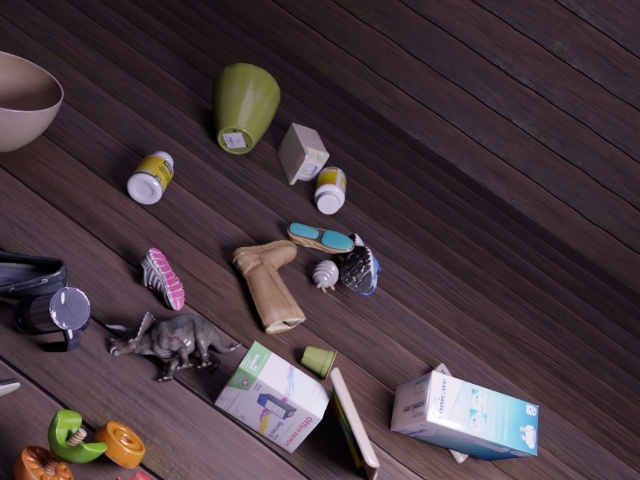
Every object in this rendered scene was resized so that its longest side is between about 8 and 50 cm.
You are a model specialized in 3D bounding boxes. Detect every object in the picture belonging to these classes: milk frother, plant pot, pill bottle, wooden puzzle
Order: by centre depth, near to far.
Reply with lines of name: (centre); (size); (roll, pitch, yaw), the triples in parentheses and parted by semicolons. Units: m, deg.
milk frother: (-0.520, 0.149, 1.071); (0.143, 0.135, 0.129); (-49, 122, -52)
wooden puzzle: (0.070, 0.424, 1.176); (0.044, 0.238, 0.221); (-22, 59, -6)
plant pot: (-0.008, 0.315, 1.368); (0.079, 0.083, 0.083); (23, 32, 4)
plant pot: (-0.859, -0.349, 1.380); (0.284, 0.191, 0.284); (23, 33, -16)
pill bottle: (-0.507, -0.197, 1.569); (0.103, 0.103, 0.184); (25, 34, -14)
plant pot: (-0.308, -0.482, 2.013); (0.275, 0.275, 0.293); (20, 51, -20)
pill bottle: (0.039, -0.193, 2.029); (0.117, 0.117, 0.215); (26, 33, -12)

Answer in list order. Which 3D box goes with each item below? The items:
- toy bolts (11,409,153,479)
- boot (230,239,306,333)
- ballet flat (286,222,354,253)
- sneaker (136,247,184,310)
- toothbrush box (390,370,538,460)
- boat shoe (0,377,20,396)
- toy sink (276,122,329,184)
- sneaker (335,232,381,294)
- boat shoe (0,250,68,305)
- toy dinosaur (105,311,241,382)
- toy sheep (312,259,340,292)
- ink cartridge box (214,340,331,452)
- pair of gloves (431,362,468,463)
toy bolts: (-0.386, 0.429, 0.876); (0.228, 0.158, 0.218); (37, -9, 23)
boot: (-0.117, 0.131, 1.505); (0.236, 0.089, 0.269); (-11, 52, -35)
ballet flat: (0.000, 0.000, 1.733); (0.232, 0.073, 0.080); (19, 53, 10)
sneaker: (-0.407, 0.106, 1.306); (0.170, 0.075, 0.063); (61, 18, 1)
toothbrush box: (0.358, 0.452, 1.315); (0.296, 0.216, 0.126); (19, 60, -8)
boat shoe: (-0.611, 0.266, 0.921); (0.133, 0.049, 0.042); (-9, 59, -41)
toy sink: (-0.065, -0.335, 2.094); (0.131, 0.152, 0.234); (11, 38, -32)
sneaker: (0.147, 0.091, 1.706); (0.147, 0.130, 0.330); (43, 14, -18)
boat shoe: (-0.694, 0.062, 1.056); (0.340, 0.113, 0.127); (14, 37, -28)
toy dinosaur: (-0.306, 0.224, 1.181); (0.314, 0.121, 0.160); (-4, 62, -39)
toy sheep: (0.016, 0.112, 1.641); (0.091, 0.091, 0.132); (32, 32, -3)
ink cartridge box: (-0.105, 0.350, 1.155); (0.212, 0.154, 0.093); (33, 32, -2)
pair of gloves: (0.364, 0.490, 1.484); (0.204, 0.042, 0.240); (45, 40, 6)
